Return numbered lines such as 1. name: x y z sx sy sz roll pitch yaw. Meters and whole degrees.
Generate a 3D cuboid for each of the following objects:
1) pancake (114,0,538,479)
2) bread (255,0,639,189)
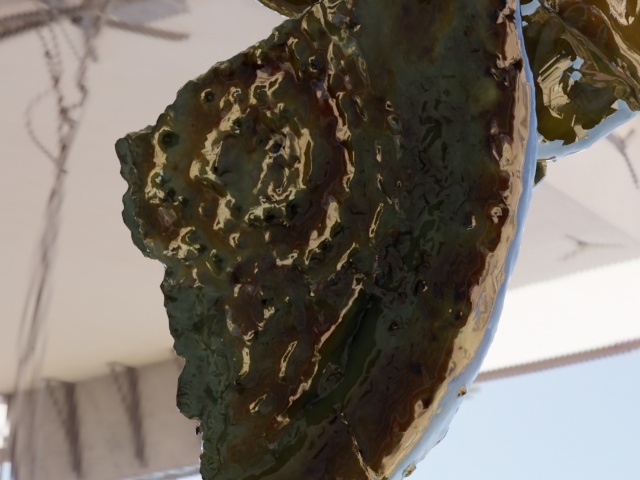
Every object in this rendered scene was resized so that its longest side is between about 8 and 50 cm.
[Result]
1. pancake: 0.003 0.000 0.694 0.054 0.197 0.376 -4 -115 64
2. bread: 0.089 -0.175 0.941 0.238 0.252 0.196 -39 -142 29
